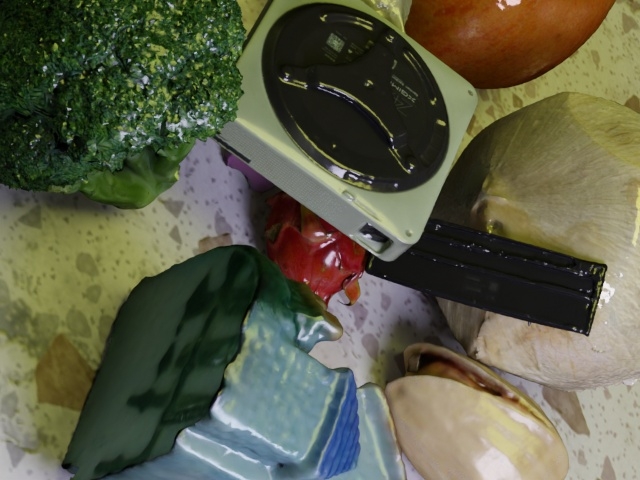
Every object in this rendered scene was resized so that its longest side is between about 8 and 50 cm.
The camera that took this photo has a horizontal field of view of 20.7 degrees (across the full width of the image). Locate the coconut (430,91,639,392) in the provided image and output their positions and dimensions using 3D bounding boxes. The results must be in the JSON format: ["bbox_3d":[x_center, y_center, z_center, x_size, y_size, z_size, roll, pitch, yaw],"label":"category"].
[{"bbox_3d":[0.288,0.007,2.034,0.360,0.346,0.346,21,59,-37],"label":"coconut"}]

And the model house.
[{"bbox_3d":[-0.032,0.194,1.675,0.329,0.295,0.252,38,54,-22],"label":"model house"}]

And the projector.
[{"bbox_3d":[0.030,-0.145,1.857,0.257,0.079,0.259,36,48,-12],"label":"projector"}]

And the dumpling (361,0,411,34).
[{"bbox_3d":[0.043,-0.295,2.062,0.216,0.166,0.126,39,71,4],"label":"dumpling"}]

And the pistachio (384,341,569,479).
[{"bbox_3d":[0.172,0.213,1.970,0.229,0.157,0.157,40,47,-5],"label":"pistachio"}]

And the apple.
[{"bbox_3d":[0.231,-0.342,2.190,0.299,0.275,0.299,14,69,-40],"label":"apple"}]

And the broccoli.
[{"bbox_3d":[-0.211,-0.156,1.704,0.275,0.307,0.308,68,27,-55],"label":"broccoli"}]

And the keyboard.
[{"bbox_3d":[0.175,0.034,1.864,0.250,0.017,0.087,15,81,8],"label":"keyboard"}]

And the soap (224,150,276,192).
[{"bbox_3d":[-0.022,-0.158,1.968,0.065,0.122,0.203,42,49,-23],"label":"soap"}]

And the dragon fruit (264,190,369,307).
[{"bbox_3d":[0.000,0.000,1.912,0.136,0.133,0.166,10,73,-1],"label":"dragon fruit"}]
